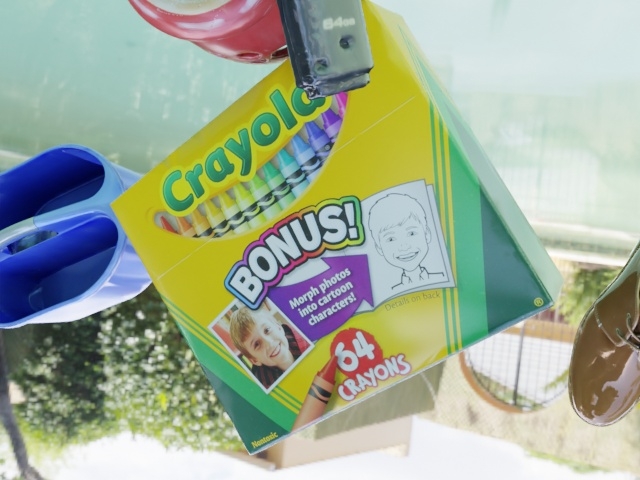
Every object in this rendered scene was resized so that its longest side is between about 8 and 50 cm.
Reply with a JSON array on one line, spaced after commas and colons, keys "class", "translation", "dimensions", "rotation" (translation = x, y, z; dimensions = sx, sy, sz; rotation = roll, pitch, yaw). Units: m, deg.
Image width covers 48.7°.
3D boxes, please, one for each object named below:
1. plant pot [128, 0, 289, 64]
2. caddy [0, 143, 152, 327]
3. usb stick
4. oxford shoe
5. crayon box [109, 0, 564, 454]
[{"class": "plant pot", "translation": [-0.076, -0.261, 0.633], "dimensions": [0.191, 0.191, 0.174], "rotation": [6, -170, 13]}, {"class": "caddy", "translation": [-0.411, -0.002, 1.082], "dimensions": [0.341, 0.241, 0.179], "rotation": [-21, 166, 19]}, {"class": "usb stick", "translation": [-0.017, -0.243, 0.506], "dimensions": [0.045, 0.278, 0.077], "rotation": [-1, -163, 40]}, {"class": "oxford shoe", "translation": [0.264, 0.072, 0.596], "dimensions": [0.076, 0.212, 0.076], "rotation": [23, -161, 18]}, {"class": "crayon box", "translation": [0.000, 0.000, 0.720], "dimensions": [0.363, 0.313, 0.106], "rotation": [-33, 176, 26]}]
